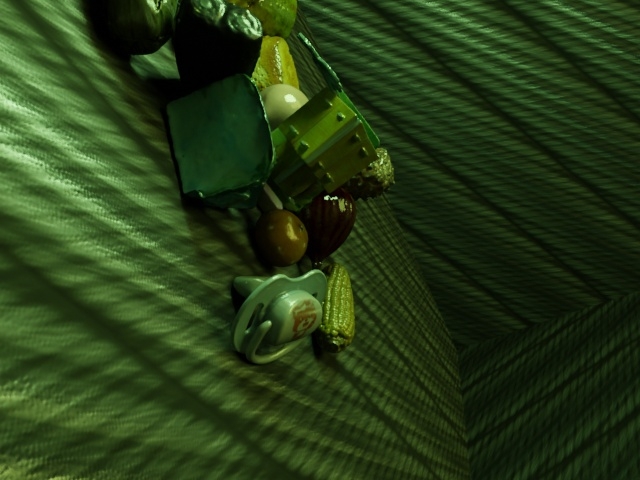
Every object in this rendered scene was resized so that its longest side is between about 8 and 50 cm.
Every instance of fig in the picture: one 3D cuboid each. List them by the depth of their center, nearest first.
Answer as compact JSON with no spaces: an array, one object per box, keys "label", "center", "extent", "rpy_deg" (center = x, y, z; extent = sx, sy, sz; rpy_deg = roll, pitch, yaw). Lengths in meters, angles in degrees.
[{"label":"fig","center":[0.000,0.000,1.765],"extent":[0.217,0.217,0.320],"rpy_deg":[29,60,-65]}]

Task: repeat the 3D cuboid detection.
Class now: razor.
[{"label":"razor","center":[-0.237,-0.410,1.333],"extent":[0.327,0.189,0.107],"rpy_deg":[133,-21,-69]}]

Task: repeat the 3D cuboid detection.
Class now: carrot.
[{"label":"carrot","center":[-0.201,-0.708,1.841],"extent":[0.341,0.242,0.241],"rpy_deg":[14,54,-54]}]

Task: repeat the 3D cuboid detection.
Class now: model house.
[{"label":"model house","center":[-0.183,-0.195,1.347],"extent":[0.241,0.226,0.261],"rpy_deg":[38,35,-69]},{"label":"model house","center":[-0.047,-0.260,1.372],"extent":[0.340,0.300,0.323],"rpy_deg":[52,3,-10]}]

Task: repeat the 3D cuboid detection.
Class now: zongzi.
[{"label":"zongzi","center":[-0.391,-0.526,1.337],"extent":[0.360,0.160,0.322],"rpy_deg":[121,-31,-78]}]

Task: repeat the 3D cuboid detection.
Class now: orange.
[{"label":"orange","center":[-0.100,-0.009,1.536],"extent":[0.156,0.124,0.156],"rpy_deg":[-19,90,-76]}]

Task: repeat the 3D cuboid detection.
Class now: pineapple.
[{"label":"pineapple","center":[0.058,-0.196,1.881],"extent":[0.175,0.361,0.175],"rpy_deg":[11,76,-53]}]

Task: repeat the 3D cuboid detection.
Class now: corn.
[{"label":"corn","center":[0.043,0.193,1.730],"extent":[0.120,0.120,0.363],"rpy_deg":[59,19,-27]}]

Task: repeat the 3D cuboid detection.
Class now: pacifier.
[{"label":"pacifier","center":[-0.117,0.140,1.282],"extent":[0.207,0.227,0.279],"rpy_deg":[40,24,28]}]

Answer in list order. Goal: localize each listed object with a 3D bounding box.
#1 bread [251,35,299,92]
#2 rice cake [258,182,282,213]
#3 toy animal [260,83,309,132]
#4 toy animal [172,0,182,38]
[{"label":"bread","center":[-0.151,-0.480,1.766],"extent":[0.268,0.146,0.268],"rpy_deg":[-7,90,-77]},{"label":"rice cake","center":[-0.201,-0.194,1.578],"extent":[0.365,0.056,0.072],"rpy_deg":[56,18,-35]},{"label":"toy animal","center":[-0.076,-0.289,1.657],"extent":[0.237,0.269,0.326],"rpy_deg":[53,-25,41]},{"label":"toy animal","center":[-0.358,-0.591,1.536],"extent":[0.103,0.101,0.218],"rpy_deg":[-9,79,-54]}]
